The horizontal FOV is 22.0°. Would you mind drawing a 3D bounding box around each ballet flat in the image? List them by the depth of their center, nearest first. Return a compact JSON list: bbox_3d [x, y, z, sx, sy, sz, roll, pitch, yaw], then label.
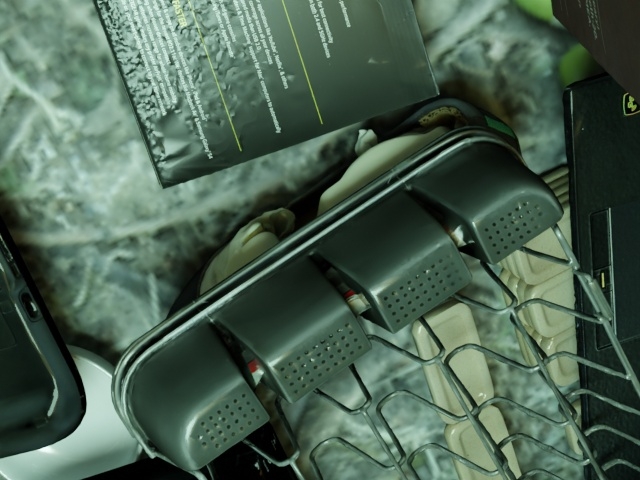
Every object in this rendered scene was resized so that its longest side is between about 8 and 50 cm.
[{"bbox_3d":[0.000,0.000,0.754,0.203,0.074,0.074,-33,114,3],"label":"ballet flat"}]

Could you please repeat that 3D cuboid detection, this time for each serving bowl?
[{"bbox_3d":[-0.123,0.084,0.793,0.083,0.027,0.083,3,114,7],"label":"serving bowl"}]

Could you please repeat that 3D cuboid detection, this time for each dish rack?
[{"bbox_3d":[0.061,0.113,0.724,0.208,0.074,0.271,-33,113,-8],"label":"dish rack"}]

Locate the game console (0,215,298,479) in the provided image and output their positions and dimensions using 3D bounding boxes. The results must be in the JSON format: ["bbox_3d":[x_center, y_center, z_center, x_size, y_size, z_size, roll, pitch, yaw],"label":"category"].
[{"bbox_3d":[-0.138,0.079,0.756,0.213,0.044,0.361,-19,109,15],"label":"game console"}]

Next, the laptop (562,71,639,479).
[{"bbox_3d":[0.262,0.022,0.760,0.264,0.136,0.234,-16,114,-22],"label":"laptop"}]

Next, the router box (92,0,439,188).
[{"bbox_3d":[-0.036,-0.126,0.710,0.133,0.046,0.179,-18,115,-1],"label":"router box"}]

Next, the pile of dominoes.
[{"bbox_3d":[0.149,0.081,0.830,0.196,0.040,0.251,-27,118,-15],"label":"pile of dominoes"}]

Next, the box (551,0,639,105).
[{"bbox_3d":[0.186,-0.153,0.645,0.168,0.203,0.167,-11,115,-3],"label":"box"}]
